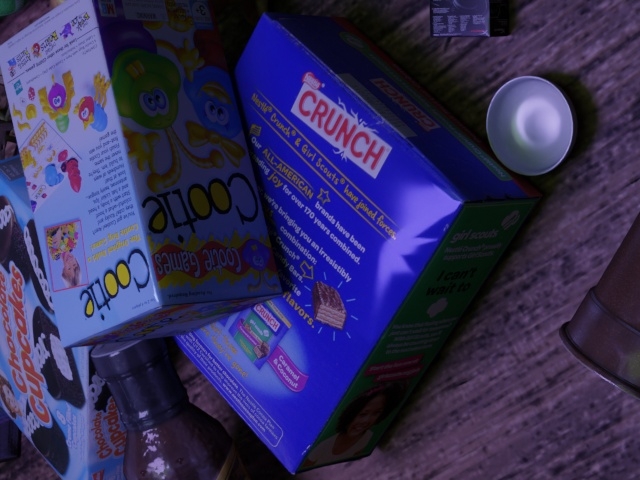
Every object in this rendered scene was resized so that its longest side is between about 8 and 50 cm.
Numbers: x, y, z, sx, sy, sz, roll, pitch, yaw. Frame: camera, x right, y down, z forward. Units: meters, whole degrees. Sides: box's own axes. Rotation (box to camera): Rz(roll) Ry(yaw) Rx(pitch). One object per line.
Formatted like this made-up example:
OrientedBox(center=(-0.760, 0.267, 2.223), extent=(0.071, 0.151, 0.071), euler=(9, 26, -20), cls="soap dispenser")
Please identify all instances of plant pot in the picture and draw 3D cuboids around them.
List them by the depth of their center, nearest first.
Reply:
OrientedBox(center=(0.289, 0.033, 1.286), extent=(0.167, 0.167, 0.165), euler=(33, 108, 30), cls="plant pot")

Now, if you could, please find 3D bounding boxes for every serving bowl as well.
OrientedBox(center=(0.180, -0.096, 1.426), extent=(0.083, 0.027, 0.083), euler=(7, 102, 38), cls="serving bowl")

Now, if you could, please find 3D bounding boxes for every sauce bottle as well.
OrientedBox(center=(-0.115, 0.245, 1.605), extent=(0.111, 0.111, 0.344), euler=(-12, 107, 39), cls="sauce bottle")

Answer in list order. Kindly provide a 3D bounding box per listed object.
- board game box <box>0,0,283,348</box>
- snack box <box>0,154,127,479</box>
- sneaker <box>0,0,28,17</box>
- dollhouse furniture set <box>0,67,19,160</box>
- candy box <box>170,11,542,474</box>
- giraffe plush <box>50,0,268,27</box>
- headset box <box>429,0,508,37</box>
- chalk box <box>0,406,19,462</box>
OrientedBox(center=(-0.157, -0.061, 1.479), extent=(0.144, 0.142, 0.275), euler=(-23, 77, 43), cls="board game box")
OrientedBox(center=(-0.257, 0.091, 1.701), extent=(0.187, 0.060, 0.322), euler=(42, 141, 37), cls="snack box")
OrientedBox(center=(-0.396, -0.222, 1.824), extent=(0.295, 0.109, 0.123), euler=(-12, 98, 45), cls="sneaker")
OrientedBox(center=(-0.359, -0.144, 1.759), extent=(0.182, 0.161, 0.101), euler=(15, 106, 35), cls="dollhouse furniture set")
OrientedBox(center=(0.000, 0.000, 1.523), extent=(0.268, 0.122, 0.317), euler=(46, 123, 27), cls="candy box")
OrientedBox(center=(-0.128, -0.259, 1.583), extent=(0.170, 0.181, 0.210), euler=(24, 77, 23), cls="giraffe plush")
OrientedBox(center=(0.125, -0.213, 1.449), extent=(0.062, 0.032, 0.083), euler=(4, 98, 37), cls="headset box")
OrientedBox(center=(-0.412, 0.133, 1.864), extent=(0.132, 0.132, 0.213), euler=(14, 104, 36), cls="chalk box")
